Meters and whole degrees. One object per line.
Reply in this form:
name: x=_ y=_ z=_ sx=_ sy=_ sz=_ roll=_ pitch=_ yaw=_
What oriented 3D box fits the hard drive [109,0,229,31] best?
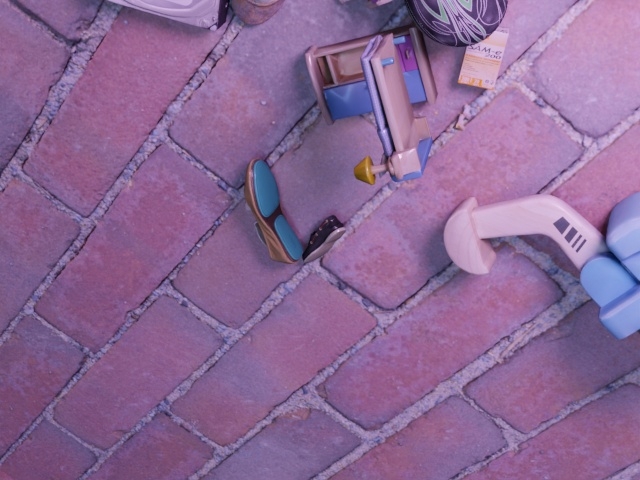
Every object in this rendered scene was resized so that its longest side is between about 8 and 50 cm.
hard drive: x=-0.249 y=-0.535 z=1.301 sx=0.236 sy=0.064 sz=0.339 roll=18 pitch=123 yaw=4

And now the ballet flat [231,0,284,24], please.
ballet flat: x=-0.070 y=-0.468 z=1.265 sx=0.107 sy=0.106 sz=0.316 roll=31 pitch=125 yaw=-5

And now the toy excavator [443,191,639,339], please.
toy excavator: x=0.497 y=0.016 z=1.378 sx=0.445 sy=0.222 sz=0.433 roll=49 pitch=122 yaw=0

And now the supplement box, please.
supplement box: x=0.267 y=-0.304 z=1.315 sx=0.062 sy=0.036 sz=0.099 roll=13 pitch=123 yaw=7

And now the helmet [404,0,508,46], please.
helmet: x=0.204 y=-0.377 z=1.208 sx=0.169 sy=0.169 sz=0.162 roll=-24 pitch=71 yaw=27

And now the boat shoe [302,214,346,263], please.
boat shoe: x=0.001 y=0.000 z=1.580 sx=0.042 sy=0.048 sz=0.133 roll=58 pitch=134 yaw=17

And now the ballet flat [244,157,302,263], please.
ballet flat: x=-0.109 y=-0.050 z=1.560 sx=0.073 sy=0.080 sz=0.232 roll=-3 pitch=120 yaw=35

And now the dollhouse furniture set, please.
dollhouse furniture set: x=0.046 y=-0.259 z=1.245 sx=0.198 sy=0.303 sz=0.287 roll=-9 pitch=118 yaw=20
